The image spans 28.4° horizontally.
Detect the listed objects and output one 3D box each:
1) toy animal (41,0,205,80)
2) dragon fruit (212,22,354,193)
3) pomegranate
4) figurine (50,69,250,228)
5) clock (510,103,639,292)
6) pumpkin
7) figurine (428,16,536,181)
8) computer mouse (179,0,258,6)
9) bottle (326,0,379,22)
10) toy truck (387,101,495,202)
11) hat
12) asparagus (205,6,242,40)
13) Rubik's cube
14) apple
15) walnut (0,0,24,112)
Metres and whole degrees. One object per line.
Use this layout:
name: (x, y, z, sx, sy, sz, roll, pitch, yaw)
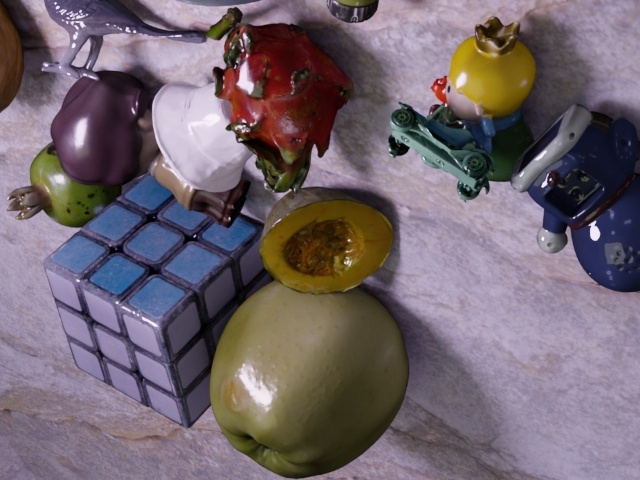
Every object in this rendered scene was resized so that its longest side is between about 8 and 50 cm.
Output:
toy animal: (-0.380, -0.354, 2.088, 0.367, 0.081, 0.206, 37, 111, 13)
dragon fruit: (-0.075, -0.196, 1.874, 0.200, 0.198, 0.269, 14, 120, -22)
pomegranate: (-0.491, -0.103, 2.413, 0.187, 0.225, 0.187, 30, 135, 36)
figurine: (-0.291, -0.171, 2.210, 0.365, 0.206, 0.218, 17, 169, -3)
clock: (0.362, -0.041, 1.617, 0.243, 0.146, 0.199, 43, 117, -4)
pumpkin: (-0.002, -0.016, 2.070, 0.217, 0.217, 0.110, 85, 169, -45)
figurine: (0.200, -0.195, 1.670, 0.185, 0.127, 0.234, 27, 154, 38)
computer mouse: (-0.195, -0.444, 1.812, 0.374, 0.114, 0.203, 21, 141, 32)
bottle: (0.052, -0.393, 1.602, 0.112, 0.112, 0.260, 32, 145, 19)
toy truck: (0.162, -0.123, 1.626, 0.154, 0.078, 0.080, 33, 158, 14)
hat: (-0.160, -0.186, 2.033, 0.126, 0.203, 0.203, -24, 109, 39)
asparagus: (-0.142, -0.327, 1.900, 0.027, 0.034, 0.236, 42, 172, -11)
Rubik's cube: (-0.285, 0.109, 2.354, 0.305, 0.301, 0.304, 23, 141, 28)
apple: (-0.027, 0.239, 2.208, 0.357, 0.357, 0.357, 28, 144, 23)
walnut: (-0.706, -0.358, 2.314, 0.333, 0.333, 0.333, 28, 144, 23)
